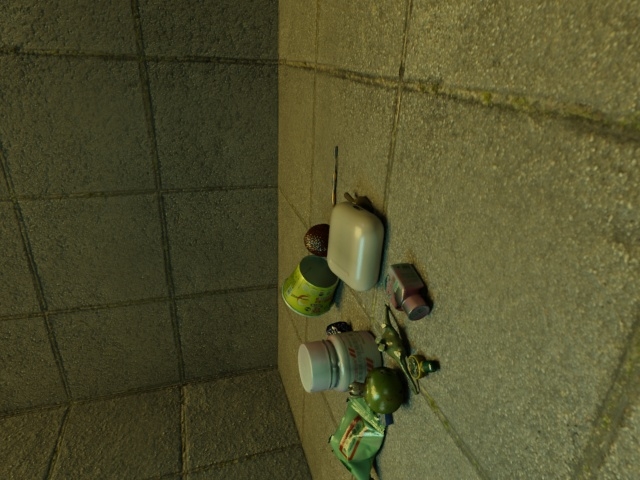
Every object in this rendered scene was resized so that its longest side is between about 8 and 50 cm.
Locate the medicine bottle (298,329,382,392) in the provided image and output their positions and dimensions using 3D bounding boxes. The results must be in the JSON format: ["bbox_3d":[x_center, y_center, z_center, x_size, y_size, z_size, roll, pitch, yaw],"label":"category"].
[{"bbox_3d":[0.082,0.542,1.834,0.256,0.325,0.256,178,90,-71],"label":"medicine bottle"}]

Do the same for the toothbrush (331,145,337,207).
[{"bbox_3d":[0.072,-0.326,2.136,0.031,0.023,0.321,-121,30,-69],"label":"toothbrush"}]

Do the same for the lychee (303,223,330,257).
[{"bbox_3d":[0.007,0.000,2.194,0.194,0.194,0.194,175,90,-73],"label":"lychee"}]

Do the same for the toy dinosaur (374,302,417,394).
[{"bbox_3d":[0.278,0.395,1.545,0.076,0.147,0.363,-33,59,25],"label":"toy dinosaur"}]

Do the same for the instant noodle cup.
[{"bbox_3d":[-0.038,0.237,2.259,0.221,0.311,0.311,117,146,-42],"label":"instant noodle cup"}]

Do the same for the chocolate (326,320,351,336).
[{"bbox_3d":[0.137,0.577,2.059,0.148,0.126,0.343,43,-159,-51],"label":"chocolate"}]

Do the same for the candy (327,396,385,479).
[{"bbox_3d":[0.186,0.928,1.935,0.263,0.172,0.398,29,111,44],"label":"candy"}]

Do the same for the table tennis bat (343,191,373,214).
[{"bbox_3d":[0.167,-0.147,1.826,0.234,0.022,0.131,55,137,43],"label":"table tennis bat"}]

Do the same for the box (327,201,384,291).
[{"bbox_3d":[0.143,0.024,1.750,0.288,0.141,0.349,36,130,48],"label":"box"}]

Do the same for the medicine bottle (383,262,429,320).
[{"bbox_3d":[0.298,0.180,1.421,0.188,0.094,0.119,-113,26,-46],"label":"medicine bottle"}]

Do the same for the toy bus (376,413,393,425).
[{"bbox_3d":[0.270,0.704,1.752,0.061,0.051,0.153,-18,77,60],"label":"toy bus"}]

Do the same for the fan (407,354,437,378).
[{"bbox_3d":[0.353,0.432,1.410,0.155,0.039,0.082,135,129,-68],"label":"fan"}]

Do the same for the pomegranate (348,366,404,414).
[{"bbox_3d":[0.225,0.597,1.610,0.179,0.210,0.179,63,176,8],"label":"pomegranate"}]
